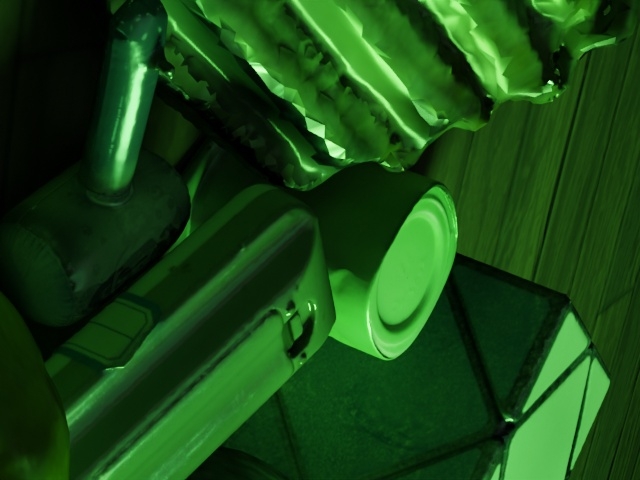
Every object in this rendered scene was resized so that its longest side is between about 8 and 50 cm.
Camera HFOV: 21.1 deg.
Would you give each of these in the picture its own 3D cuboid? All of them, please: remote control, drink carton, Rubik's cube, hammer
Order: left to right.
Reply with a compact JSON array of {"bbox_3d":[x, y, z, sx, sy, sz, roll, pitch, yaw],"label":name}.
[{"bbox_3d":[-0.113,0.111,0.896,0.335,0.065,0.128,-43,146,-26],"label":"remote control"},{"bbox_3d":[-0.106,-0.045,0.864,0.116,0.069,0.194,-41,161,-41],"label":"hammer"},{"bbox_3d":[0.000,0.000,1.077,0.146,0.142,0.144,-59,154,-24],"label":"drink carton"},{"bbox_3d":[0.067,0.122,1.234,0.205,0.205,0.207,-63,154,-10],"label":"Rubik's cube"}]

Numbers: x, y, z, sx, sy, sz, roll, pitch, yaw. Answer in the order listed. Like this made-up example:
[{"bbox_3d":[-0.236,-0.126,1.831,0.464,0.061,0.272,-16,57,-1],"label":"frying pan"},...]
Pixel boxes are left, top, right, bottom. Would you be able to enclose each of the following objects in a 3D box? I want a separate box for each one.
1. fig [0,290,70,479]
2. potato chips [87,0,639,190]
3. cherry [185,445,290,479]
[{"bbox_3d":[-0.221,0.071,0.685,0.314,0.233,0.233,-109,-162,-53],"label":"fig"},{"bbox_3d":[0.023,-0.219,0.883,0.358,0.070,0.429,-44,127,-3],"label":"potato chips"},{"bbox_3d":[-0.092,0.263,1.020,0.255,0.218,0.296,3,93,-61],"label":"cherry"}]
